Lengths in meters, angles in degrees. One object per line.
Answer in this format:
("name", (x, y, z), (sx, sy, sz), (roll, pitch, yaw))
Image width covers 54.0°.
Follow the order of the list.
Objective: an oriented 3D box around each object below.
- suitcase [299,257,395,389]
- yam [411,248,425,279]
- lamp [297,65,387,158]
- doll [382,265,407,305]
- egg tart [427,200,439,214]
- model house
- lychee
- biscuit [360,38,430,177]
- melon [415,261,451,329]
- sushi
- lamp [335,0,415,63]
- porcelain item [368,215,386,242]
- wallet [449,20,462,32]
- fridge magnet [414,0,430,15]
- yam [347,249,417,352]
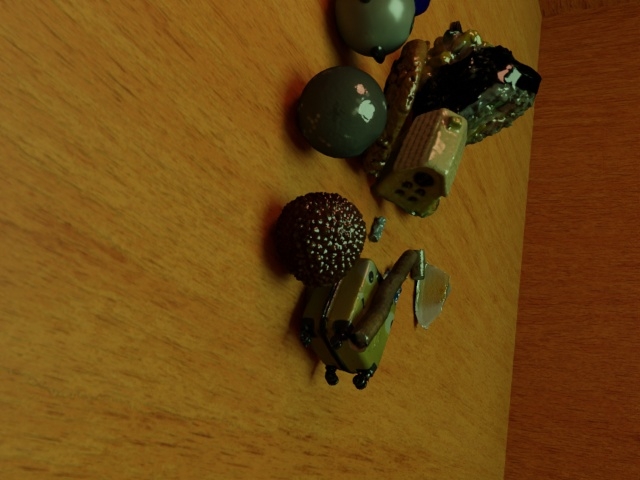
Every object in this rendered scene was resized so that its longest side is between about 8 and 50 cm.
("suitcase", (0.051, 0.162, 1.318), (0.194, 0.143, 0.234), (61, 40, -41))
("yam", (0.290, 0.072, 1.863), (0.043, 0.043, 0.094), (0, 90, -62))
("lamp", (0.046, -0.254, 1.326), (0.314, 0.182, 0.181), (38, 53, -87))
("doll", (0.180, 0.133, 1.648), (0.114, 0.057, 0.227), (62, 41, -35))
("egg tart", (0.279, -0.177, 1.789), (0.234, 0.094, 0.234), (11, 78, -61))
("model house", (0.256, -0.204, 1.553), (0.193, 0.175, 0.234), (-65, -177, -26))
("lychee", (0.000, 0.000, 1.193), (0.188, 0.188, 0.188), (0, 91, -62))
("biscuit", (0.166, -0.313, 1.469), (0.289, 0.081, 0.334), (-71, -178, -48))
("melon", (0.348, 0.173, 1.924), (0.139, 0.093, 0.202), (21, 76, -68))
("sushi", (0.396, -0.437, 1.731), (0.328, 0.329, 0.285), (-6, 67, -45))
("lamp", (0.129, -0.528, 1.431), (0.243, 0.198, 0.197), (-69, 146, -49))
("porcelain item", (0.148, -0.031, 1.617), (0.036, 0.028, 0.083), (86, 22, -44))
("wallet", (0.496, -0.609, 2.220), (0.221, 0.072, 0.262), (53, 39, -47))
("fridge magnet", (0.233, -0.736, 1.680), (0.265, 0.113, 0.265), (1, 88, -62))
("yam", (0.136, 0.111, 1.277), (0.327, 0.045, 0.045), (-49, 151, -51))
